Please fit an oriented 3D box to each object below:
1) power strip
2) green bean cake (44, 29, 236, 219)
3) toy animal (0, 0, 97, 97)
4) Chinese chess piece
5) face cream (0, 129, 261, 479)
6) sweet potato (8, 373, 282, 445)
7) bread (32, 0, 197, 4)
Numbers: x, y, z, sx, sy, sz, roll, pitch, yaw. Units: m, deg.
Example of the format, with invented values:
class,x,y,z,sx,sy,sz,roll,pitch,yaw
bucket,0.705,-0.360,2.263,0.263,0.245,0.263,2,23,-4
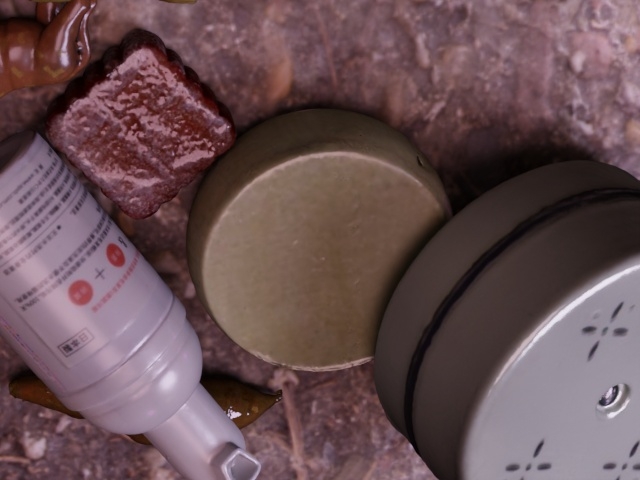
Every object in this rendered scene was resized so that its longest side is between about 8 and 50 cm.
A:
class,x,y,z,sx,sy,sz,roll,pitch,yaw
power strip,0.220,0.112,1.481,0.357,0.161,0.357,-20,132,-23
green bean cake,-0.161,-0.104,1.423,0.135,0.056,0.135,-39,117,11
toy animal,-0.311,-0.154,1.367,0.224,0.066,0.230,7,111,-8
Chinese chess piece,0.000,0.000,1.477,0.250,0.101,0.250,-4,117,-8
face cream,-0.195,0.085,1.436,0.145,0.145,0.370,-34,109,8
sweet potato,-0.167,0.164,1.547,0.269,0.075,0.075,5,115,-12
bread,-0.197,-0.301,1.248,0.252,0.238,0.196,7,153,-9
